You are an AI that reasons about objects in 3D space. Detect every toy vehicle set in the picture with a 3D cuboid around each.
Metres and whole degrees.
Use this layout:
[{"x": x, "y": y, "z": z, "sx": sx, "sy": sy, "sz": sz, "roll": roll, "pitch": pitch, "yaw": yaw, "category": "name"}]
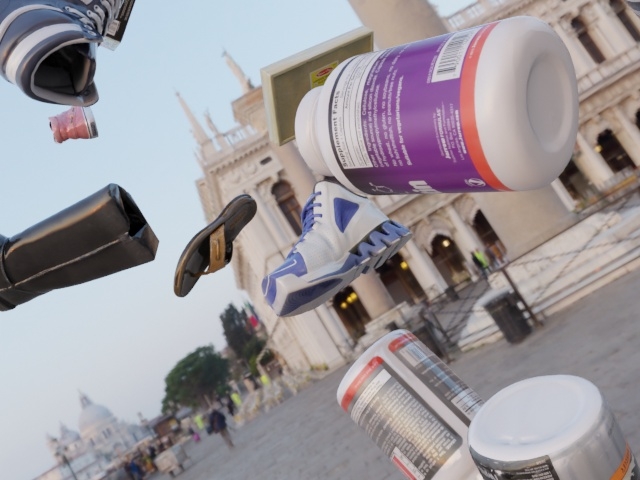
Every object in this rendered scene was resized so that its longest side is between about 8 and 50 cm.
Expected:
[{"x": 0.002, "y": -0.321, "z": 1.322, "sx": 0.266, "sy": 0.035, "sz": 0.166, "roll": -30, "pitch": -41, "yaw": -26, "category": "toy vehicle set"}]

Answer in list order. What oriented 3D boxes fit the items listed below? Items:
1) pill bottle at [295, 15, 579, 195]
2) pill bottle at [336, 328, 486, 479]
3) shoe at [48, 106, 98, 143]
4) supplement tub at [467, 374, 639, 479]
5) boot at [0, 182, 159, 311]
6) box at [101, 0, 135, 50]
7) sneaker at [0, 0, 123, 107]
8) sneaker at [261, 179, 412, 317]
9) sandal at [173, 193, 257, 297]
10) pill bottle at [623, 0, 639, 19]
[{"x": 0.122, "y": -0.145, "z": 0.764, "sx": 0.323, "sy": 0.182, "sz": 0.181, "roll": 2, "pitch": 20, "yaw": 46, "category": "pill bottle"}, {"x": 0.221, "y": 0.363, "z": 1.230, "sx": 0.210, "sy": 0.363, "sz": 0.210, "roll": -36, "pitch": -28, "yaw": -22, "category": "pill bottle"}, {"x": -0.485, "y": -0.235, "z": 1.239, "sx": 0.081, "sy": 0.064, "sz": 0.178, "roll": -14, "pitch": 30, "yaw": -20, "category": "shoe"}, {"x": 0.347, "y": 0.360, "z": 0.866, "sx": 0.193, "sy": 0.316, "sz": 0.193, "roll": -27, "pitch": 12, "yaw": 6, "category": "supplement tub"}, {"x": -0.650, "y": -0.022, "z": 1.464, "sx": 0.445, "sy": 0.146, "sz": 0.367, "roll": -17, "pitch": -42, "yaw": 15, "category": "boot"}, {"x": -0.324, "y": -0.429, "z": 1.071, "sx": 0.114, "sy": 0.036, "sz": 0.207, "roll": 21, "pitch": 91, "yaw": 65, "category": "box"}, {"x": -0.261, "y": -0.248, "z": 0.716, "sx": 0.282, "sy": 0.153, "sz": 0.099, "roll": -46, "pitch": -14, "yaw": -41, "category": "sneaker"}, {"x": 0.001, "y": -0.001, "z": 1.164, "sx": 0.315, "sy": 0.182, "sz": 0.127, "roll": -27, "pitch": -21, "yaw": -34, "category": "sneaker"}, {"x": -0.173, "y": 0.012, "z": 1.103, "sx": 0.219, "sy": 0.060, "sz": 0.090, "roll": -49, "pitch": -23, "yaw": -25, "category": "sandal"}, {"x": 0.495, "y": -0.397, "z": 0.948, "sx": 0.180, "sy": 0.108, "sz": 0.108, "roll": 10, "pitch": -37, "yaw": -45, "category": "pill bottle"}]
